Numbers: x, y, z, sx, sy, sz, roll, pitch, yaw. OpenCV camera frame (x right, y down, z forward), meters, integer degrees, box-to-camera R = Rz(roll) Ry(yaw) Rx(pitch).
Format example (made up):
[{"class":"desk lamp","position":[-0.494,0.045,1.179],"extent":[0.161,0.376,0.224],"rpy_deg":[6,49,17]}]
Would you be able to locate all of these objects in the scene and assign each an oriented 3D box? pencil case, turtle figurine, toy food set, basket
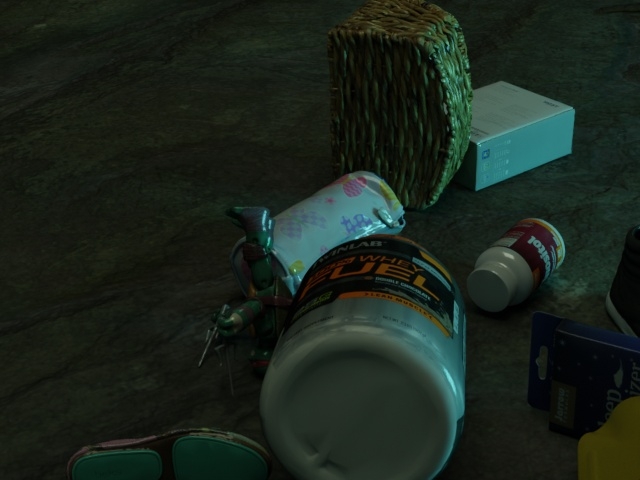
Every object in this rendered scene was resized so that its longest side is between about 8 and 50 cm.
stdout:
[{"class":"pencil case","position":[0.000,0.000,1.643],"extent":[0.124,0.113,0.273],"rpy_deg":[33,42,27]},{"class":"turtle figurine","position":[-0.087,0.081,1.458],"extent":[0.118,0.234,0.175],"rpy_deg":[3,-11,-14]},{"class":"toy food set","position":[0.332,0.259,1.180],"extent":[0.128,0.071,0.218],"rpy_deg":[-14,35,23]},{"class":"basket","position":[0.146,-0.227,1.854],"extent":[0.213,0.299,0.223],"rpy_deg":[10,31,21]}]

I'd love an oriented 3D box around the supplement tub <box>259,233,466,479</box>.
[{"class":"supplement tub","position":[0.058,0.122,1.285],"extent":[0.207,0.207,0.338],"rpy_deg":[1,19,6]}]

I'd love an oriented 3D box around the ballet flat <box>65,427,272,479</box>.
[{"class":"ballet flat","position":[-0.163,0.237,1.268],"extent":[0.221,0.077,0.079],"rpy_deg":[-4,9,-2]}]

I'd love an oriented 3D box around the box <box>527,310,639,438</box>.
[{"class":"box","position":[0.330,0.167,1.281],"extent":[0.225,0.136,0.036],"rpy_deg":[14,32,29]}]

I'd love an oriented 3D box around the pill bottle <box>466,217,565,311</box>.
[{"class":"pill bottle","position":[0.264,0.036,1.583],"extent":[0.086,0.086,0.152],"rpy_deg":[17,35,32]}]

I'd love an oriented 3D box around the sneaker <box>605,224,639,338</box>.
[{"class":"sneaker","position":[0.446,0.081,1.422],"extent":[0.104,0.147,0.296],"rpy_deg":[-9,30,-15]}]

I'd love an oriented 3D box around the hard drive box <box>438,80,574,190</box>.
[{"class":"hard drive box","position":[0.287,-0.183,1.984],"extent":[0.232,0.089,0.181],"rpy_deg":[-21,34,-30]}]
